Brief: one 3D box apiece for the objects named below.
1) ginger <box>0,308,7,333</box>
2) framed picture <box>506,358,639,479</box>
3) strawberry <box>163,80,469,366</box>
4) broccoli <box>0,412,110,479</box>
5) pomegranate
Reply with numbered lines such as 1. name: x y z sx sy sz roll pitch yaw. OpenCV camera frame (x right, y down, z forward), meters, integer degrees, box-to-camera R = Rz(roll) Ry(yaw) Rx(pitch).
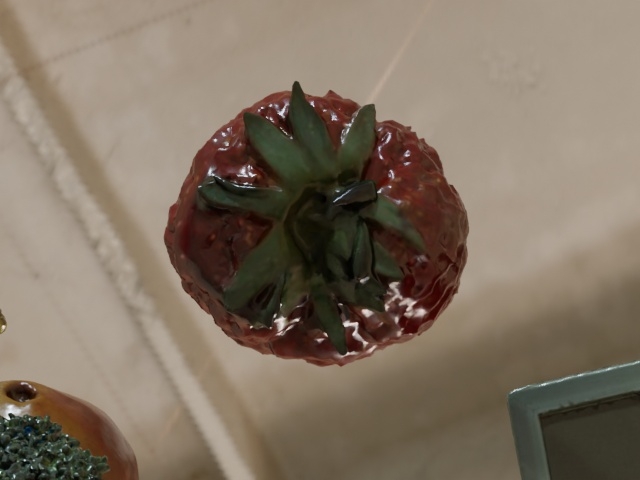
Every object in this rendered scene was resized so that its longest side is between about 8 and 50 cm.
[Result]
1. ginger: -0.330 0.089 1.444 0.214 0.059 0.133 -19 -21 -4
2. framed picture: 0.204 0.172 0.858 0.217 0.274 0.017 -13 -17 19
3. strawberry: 0.004 -0.005 0.875 0.131 0.148 0.131 2 -81 14
4. broccoli: -0.198 0.184 1.217 0.167 0.154 0.160 -31 -67 -7
5. pomegranate: -0.240 0.208 1.571 0.209 0.209 0.209 4 -59 6
